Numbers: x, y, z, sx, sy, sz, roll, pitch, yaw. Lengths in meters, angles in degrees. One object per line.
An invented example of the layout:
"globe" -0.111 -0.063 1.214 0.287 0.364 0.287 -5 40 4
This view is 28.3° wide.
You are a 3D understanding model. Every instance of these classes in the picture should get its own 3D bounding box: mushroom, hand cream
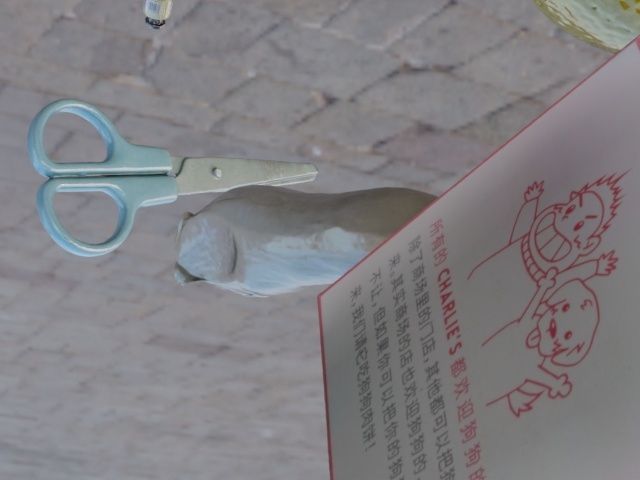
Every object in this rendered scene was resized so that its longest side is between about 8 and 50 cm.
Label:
"mushroom" -0.001 0.000 1.061 0.109 0.097 0.351 12 171 -41
"hand cream" -0.118 -0.205 0.953 0.022 0.035 0.102 -27 146 -39

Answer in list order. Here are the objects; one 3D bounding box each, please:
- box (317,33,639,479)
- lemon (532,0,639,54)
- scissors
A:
"box" 0.206 0.122 0.780 0.300 0.314 0.312 32 123 -29
"lemon" 0.257 -0.263 0.971 0.267 0.267 0.267 5 163 1
"scissors" -0.168 -0.083 1.615 0.447 0.193 0.029 -4 169 -44
